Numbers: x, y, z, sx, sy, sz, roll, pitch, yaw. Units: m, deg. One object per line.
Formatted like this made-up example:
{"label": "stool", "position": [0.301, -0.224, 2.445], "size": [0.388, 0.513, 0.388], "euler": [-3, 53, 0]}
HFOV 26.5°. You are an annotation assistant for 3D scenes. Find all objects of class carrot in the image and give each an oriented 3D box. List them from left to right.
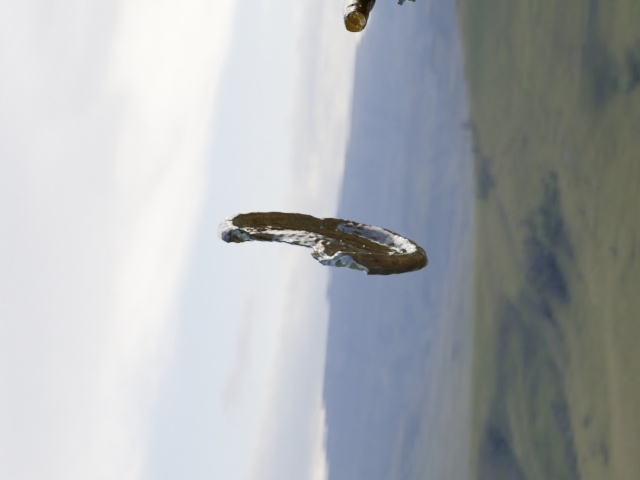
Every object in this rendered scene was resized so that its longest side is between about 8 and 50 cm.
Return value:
{"label": "carrot", "position": [0.048, -0.293, 1.717], "size": [0.171, 0.042, 0.042], "euler": [-81, -7, -68]}

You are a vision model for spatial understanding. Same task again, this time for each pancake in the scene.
{"label": "pancake", "position": [0.000, 0.000, 1.873], "size": [0.288, 0.286, 0.033], "euler": [-150, 67, -64]}

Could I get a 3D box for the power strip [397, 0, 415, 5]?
{"label": "power strip", "position": [0.118, -0.380, 1.765], "size": [0.169, 0.076, 0.028], "euler": [-60, 1, 43]}
